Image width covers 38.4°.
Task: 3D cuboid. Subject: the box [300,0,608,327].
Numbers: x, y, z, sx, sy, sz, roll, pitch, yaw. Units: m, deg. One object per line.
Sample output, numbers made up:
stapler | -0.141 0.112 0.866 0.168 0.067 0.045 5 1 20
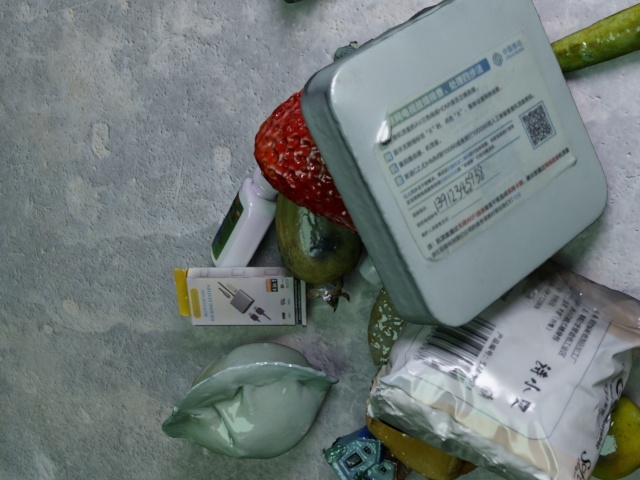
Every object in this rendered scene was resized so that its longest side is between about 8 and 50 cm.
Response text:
box | 0.202 -0.129 1.296 0.111 0.396 0.397 -4 115 58

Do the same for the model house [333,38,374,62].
model house | 0.066 -0.302 1.549 0.083 0.066 0.079 26 129 41

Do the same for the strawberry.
strawberry | 0.079 -0.138 1.462 0.310 0.291 0.292 -6 103 52

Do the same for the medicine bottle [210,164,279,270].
medicine bottle | -0.130 -0.045 1.700 0.078 0.115 0.219 19 121 -19

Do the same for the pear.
pear | 0.463 0.323 1.478 0.141 0.104 0.141 11 114 26

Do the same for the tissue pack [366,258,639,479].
tissue pack | 0.289 0.168 1.383 0.390 0.376 0.195 27 154 19

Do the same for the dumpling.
dumpling | -0.151 0.301 1.776 0.270 0.212 0.321 27 107 -20

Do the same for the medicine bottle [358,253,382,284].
medicine bottle | 0.114 0.030 1.615 0.057 0.057 0.089 45 121 11

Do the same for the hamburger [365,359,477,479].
hamburger | 0.209 0.290 1.581 0.244 0.163 0.245 15 116 34

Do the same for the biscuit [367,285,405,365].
biscuit | 0.180 0.108 1.612 0.289 0.038 0.141 -31 88 31

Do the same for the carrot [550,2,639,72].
carrot | 0.457 -0.304 1.311 0.358 0.074 0.074 -14 98 35

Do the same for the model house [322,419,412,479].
model house | 0.113 0.396 1.700 0.148 0.119 0.148 -41 83 25

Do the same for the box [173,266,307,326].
box | -0.146 0.107 1.715 0.247 0.033 0.129 -1 130 1

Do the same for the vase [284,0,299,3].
vase | -0.070 -0.548 1.504 0.143 0.143 0.299 -23 96 33

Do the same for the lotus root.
lotus root | -0.001 0.000 1.614 0.154 0.154 0.278 0 98 30
